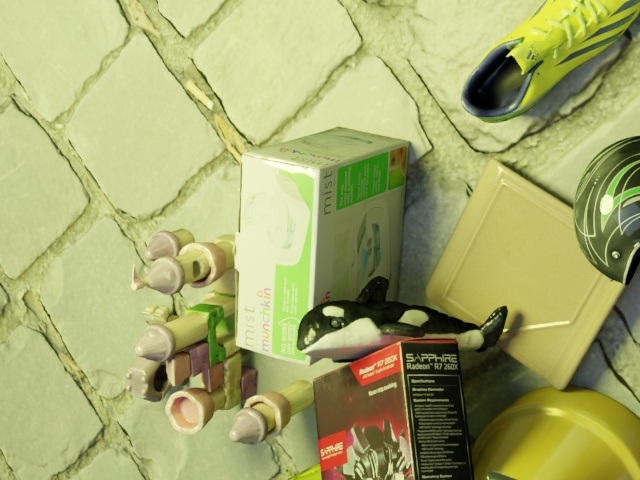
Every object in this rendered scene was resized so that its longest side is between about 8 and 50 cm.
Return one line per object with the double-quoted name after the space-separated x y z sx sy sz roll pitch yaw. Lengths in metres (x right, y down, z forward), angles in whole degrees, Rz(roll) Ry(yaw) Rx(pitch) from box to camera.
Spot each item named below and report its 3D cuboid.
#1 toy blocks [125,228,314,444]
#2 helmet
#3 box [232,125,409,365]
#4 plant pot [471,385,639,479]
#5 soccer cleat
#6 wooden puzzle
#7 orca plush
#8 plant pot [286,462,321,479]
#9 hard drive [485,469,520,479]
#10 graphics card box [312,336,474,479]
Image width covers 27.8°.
-0.194 0.139 1.846 0.309 0.260 0.288 8 107 30 "toy blocks"
0.374 -0.037 1.504 0.161 0.169 0.169 -11 97 16 "helmet"
0.000 0.000 1.706 0.127 0.231 0.262 13 108 29 "box"
0.280 0.335 1.616 0.254 0.239 0.254 8 106 30 "plant pot"
0.279 -0.242 1.533 0.093 0.121 0.289 51 122 11 "soccer cleat"
0.269 0.042 1.667 0.238 0.044 0.221 37 120 24 "wooden puzzle"
0.099 0.088 1.625 0.151 0.287 0.102 129 135 -68 "orca plush"
0.047 0.405 1.795 0.207 0.228 0.227 -38 81 26 "plant pot"
0.246 0.329 1.477 0.135 0.022 0.094 16 111 27 "hard drive"
0.093 0.321 1.568 0.233 0.094 0.371 -31 61 57 "graphics card box"
